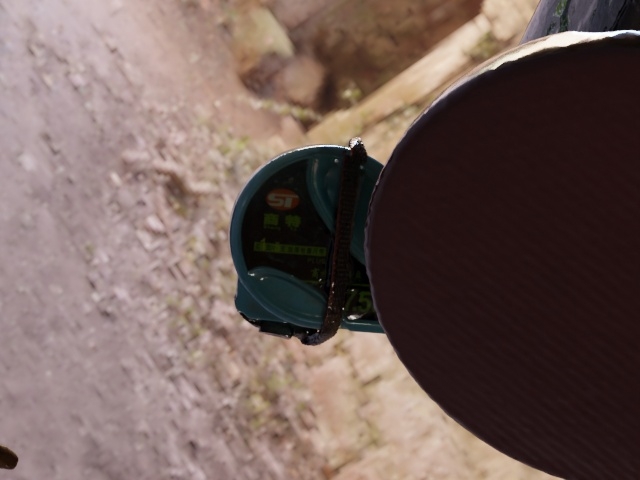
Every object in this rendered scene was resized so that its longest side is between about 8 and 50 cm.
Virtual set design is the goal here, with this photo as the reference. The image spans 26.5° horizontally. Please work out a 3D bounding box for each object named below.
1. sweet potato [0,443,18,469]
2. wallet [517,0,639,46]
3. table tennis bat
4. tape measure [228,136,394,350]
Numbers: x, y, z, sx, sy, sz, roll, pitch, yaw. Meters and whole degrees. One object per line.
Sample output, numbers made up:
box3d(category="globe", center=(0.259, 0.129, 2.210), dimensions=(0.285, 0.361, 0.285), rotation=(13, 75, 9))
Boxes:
box3d(category="sweet potato", center=(-0.451, 0.202, 1.458), dimensions=(0.066, 0.072, 0.314), rotation=(15, -7, 35))
box3d(category="wallet", center=(0.258, -0.228, 1.256), dimensions=(0.377, 0.051, 0.197), rotation=(107, -16, -46))
box3d(category="table tennis bat", center=(0.176, -0.005, 0.631), dimensions=(0.268, 0.414, 0.051), rotation=(38, 47, -3))
box3d(category="tape measure", center=(0.000, 0.000, 0.920), dimensions=(0.081, 0.125, 0.146), rotation=(-130, -133, -85))
